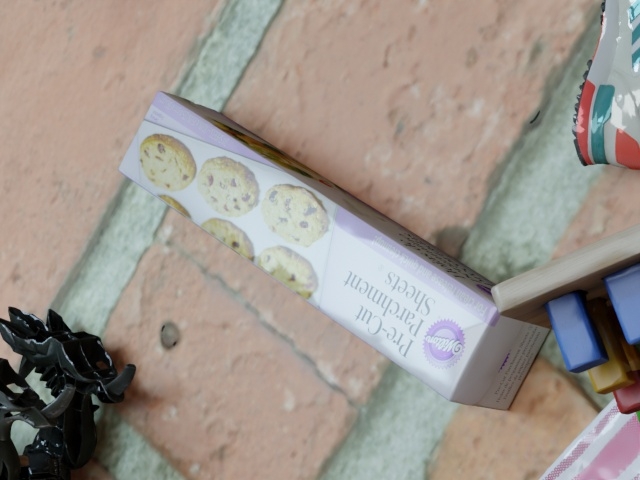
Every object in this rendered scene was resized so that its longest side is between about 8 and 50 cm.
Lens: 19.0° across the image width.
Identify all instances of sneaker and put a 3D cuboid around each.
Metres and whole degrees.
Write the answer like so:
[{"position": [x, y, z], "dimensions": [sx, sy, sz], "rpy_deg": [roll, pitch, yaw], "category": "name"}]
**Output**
[{"position": [0.196, -0.115, 1.085], "dimensions": [0.075, 0.057, 0.161], "rpy_deg": [12, 85, 22], "category": "sneaker"}]

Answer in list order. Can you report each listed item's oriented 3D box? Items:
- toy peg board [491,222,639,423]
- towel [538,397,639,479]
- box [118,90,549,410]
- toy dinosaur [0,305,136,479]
[{"position": [0.195, 0.037, 0.962], "dimensions": [0.161, 0.160, 0.079], "rpy_deg": [-25, 73, 20], "category": "toy peg board"}, {"position": [0.207, 0.157, 1.018], "dimensions": [0.144, 0.029, 0.197], "rpy_deg": [-50, 54, 16], "category": "towel"}, {"position": [0.000, 0.000, 1.195], "dimensions": [0.324, 0.063, 0.067], "rpy_deg": [34, 102, 38], "category": "box"}, {"position": [-0.214, 0.171, 1.293], "dimensions": [0.322, 0.164, 0.218], "rpy_deg": [11, 103, 1], "category": "toy dinosaur"}]
